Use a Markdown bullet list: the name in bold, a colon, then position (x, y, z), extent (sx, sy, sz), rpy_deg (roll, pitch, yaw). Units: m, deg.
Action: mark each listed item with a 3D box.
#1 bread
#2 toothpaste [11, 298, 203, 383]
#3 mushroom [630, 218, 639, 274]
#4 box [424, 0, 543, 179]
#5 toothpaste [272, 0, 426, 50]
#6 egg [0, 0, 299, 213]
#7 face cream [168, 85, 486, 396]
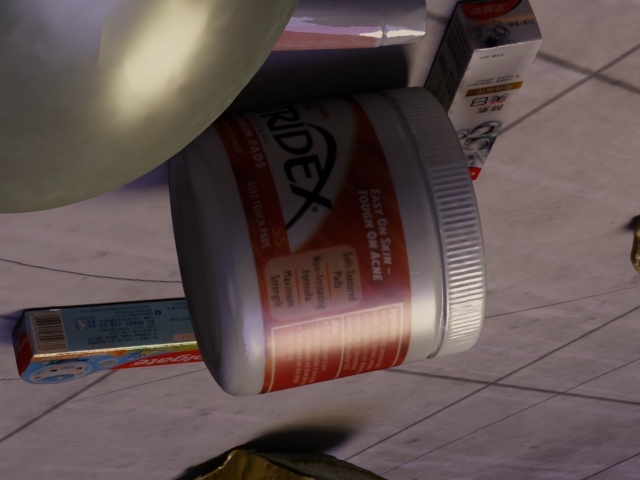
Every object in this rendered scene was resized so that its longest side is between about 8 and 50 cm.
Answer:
- **bread**: position (-0.037, 0.313, 2.108), extent (0.260, 0.156, 0.158), rpy_deg (15, -178, 40)
- **toothpaste**: position (-0.171, 0.087, 1.660), extent (0.193, 0.044, 0.070), rpy_deg (-3, 156, -26)
- **mushroom**: position (0.405, -0.029, 1.705), extent (0.278, 0.096, 0.099), rpy_deg (-24, 111, 24)
- **box**: position (0.108, -0.105, 1.399), extent (0.055, 0.039, 0.218), rpy_deg (-11, 157, -13)
- **toothpaste**: position (-0.030, -0.143, 1.233), extent (0.194, 0.043, 0.067), rpy_deg (-4, 158, -11)
- **egg**: position (-0.131, -0.152, 0.865), extent (0.258, 0.258, 0.352), rpy_deg (-5, 154, -23)
- **face cream**: position (0.000, 0.000, 1.365), extent (0.187, 0.201, 0.201), rpy_deg (-10, 157, -12)
